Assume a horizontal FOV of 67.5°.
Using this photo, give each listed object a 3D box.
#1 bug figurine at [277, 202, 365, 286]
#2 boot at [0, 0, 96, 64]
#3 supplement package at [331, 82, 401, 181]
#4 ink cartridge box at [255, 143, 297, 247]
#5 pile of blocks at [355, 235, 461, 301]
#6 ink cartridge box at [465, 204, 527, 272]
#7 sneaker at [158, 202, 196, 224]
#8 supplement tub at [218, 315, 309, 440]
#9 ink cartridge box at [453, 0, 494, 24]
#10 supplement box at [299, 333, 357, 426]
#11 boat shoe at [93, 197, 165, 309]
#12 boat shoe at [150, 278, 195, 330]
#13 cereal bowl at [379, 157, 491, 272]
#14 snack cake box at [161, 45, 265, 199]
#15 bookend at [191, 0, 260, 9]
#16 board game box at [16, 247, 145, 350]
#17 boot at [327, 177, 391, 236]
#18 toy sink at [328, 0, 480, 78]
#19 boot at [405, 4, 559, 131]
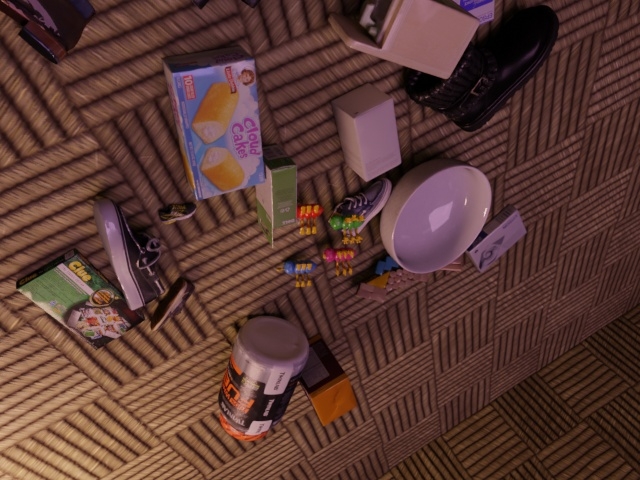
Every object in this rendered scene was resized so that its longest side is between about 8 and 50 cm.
[{"bbox_3d":[0.000,0.000,1.236,0.217,0.072,0.278,0,131,-10],"label":"bug figurine"},{"bbox_3d":[-0.434,-0.376,0.685,0.106,0.082,0.219,-54,135,-16],"label":"boot"},{"bbox_3d":[0.108,-0.249,1.107,0.105,0.105,0.179,-29,136,-10],"label":"supplement package"},{"bbox_3d":[-0.102,-0.100,1.086,0.062,0.109,0.209,-16,132,-22],"label":"ink cartridge box"},{"bbox_3d":[0.266,0.080,1.501,0.363,0.148,0.112,-21,177,-5],"label":"pile of blocks"},{"bbox_3d":[0.631,0.011,1.708,0.223,0.045,0.224,-43,137,4],"label":"ink cartridge box"},{"bbox_3d":[-0.309,-0.063,1.034,0.083,0.031,0.035,-26,135,-13],"label":"sneaker"},{"bbox_3d":[-0.174,0.402,1.379,0.207,0.207,0.337,0,124,-34],"label":"supplement tub"},{"bbox_3d":[0.287,-0.547,1.023,0.207,0.045,0.208,-25,137,-13],"label":"ink cartridge box"},{"bbox_3d":[0.003,0.448,1.541,0.129,0.194,0.191,-28,135,-12],"label":"supplement box"},{"bbox_3d":[-0.386,0.027,1.002,0.105,0.113,0.306,-24,137,-25],"label":"boat shoe"},{"bbox_3d":[-0.360,0.164,1.169,0.049,0.056,0.152,28,106,-39],"label":"boat shoe"},{"bbox_3d":[0.302,-0.083,1.338,0.339,0.141,0.338,-17,129,-22],"label":"cereal bowl"},{"bbox_3d":[-0.200,-0.224,0.934,0.152,0.089,0.264,-18,133,-20],"label":"snack cake box"},{"bbox_3d":[-0.165,-0.440,0.793,0.156,0.072,0.157,-46,137,9],"label":"bookend"},{"bbox_3d":[-0.520,0.138,1.063,0.136,0.030,0.259,-30,136,-6],"label":"board game box"},{"bbox_3d":[0.102,-0.093,1.254,0.086,0.069,0.189,21,114,-37],"label":"boot"},{"bbox_3d":[0.157,-0.430,0.922,0.235,0.152,0.131,7,129,-25],"label":"toy sink"},{"bbox_3d":[0.378,-0.429,1.106,0.260,0.131,0.347,16,115,-45],"label":"boot"}]
